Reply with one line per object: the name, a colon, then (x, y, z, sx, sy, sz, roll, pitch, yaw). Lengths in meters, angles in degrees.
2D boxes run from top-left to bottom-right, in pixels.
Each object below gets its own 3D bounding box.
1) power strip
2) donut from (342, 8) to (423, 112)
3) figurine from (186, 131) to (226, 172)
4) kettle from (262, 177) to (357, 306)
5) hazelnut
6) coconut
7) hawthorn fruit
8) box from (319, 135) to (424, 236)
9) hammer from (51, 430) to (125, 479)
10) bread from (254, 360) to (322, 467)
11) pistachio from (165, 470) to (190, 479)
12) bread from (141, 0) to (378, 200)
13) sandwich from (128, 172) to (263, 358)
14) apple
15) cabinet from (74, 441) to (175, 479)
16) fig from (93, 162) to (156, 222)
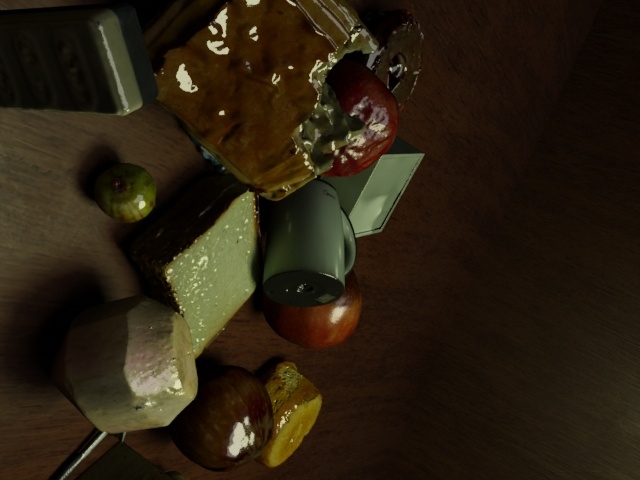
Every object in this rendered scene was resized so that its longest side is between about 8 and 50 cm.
power strip: (-0.298, -0.197, 0.834, 0.070, 0.256, 0.105, -42, 130, -44)
donut: (0.128, -0.372, 1.650, 0.270, 0.103, 0.270, -46, 150, -37)
figurine: (-0.174, -0.173, 1.290, 0.086, 0.087, 0.149, -21, 160, -2)
kettle: (-0.011, 0.004, 1.553, 0.221, 0.161, 0.237, 22, 53, -34)
hazelnut: (-0.197, 0.363, 1.580, 0.234, 0.218, 0.218, -29, 137, -47)
coconut: (-0.312, 0.205, 1.208, 0.237, 0.236, 0.197, 77, 4, -52)
hawthorn fruit: (0.015, -0.216, 1.477, 0.266, 0.210, 0.230, -42, 145, -1)
box: (0.096, -0.133, 1.743, 0.225, 0.117, 0.225, -12, 135, -58)
hammer: (-0.439, 0.402, 1.364, 0.246, 0.029, 0.103, -50, 150, -25)
bread: (-0.111, 0.436, 1.876, 0.268, 0.145, 0.268, -44, 151, -32)
pistachio: (-0.319, 0.564, 1.618, 0.124, 0.124, 0.185, -44, 154, -36)
bread: (-0.072, -0.258, 1.108, 0.314, 0.192, 0.370, -33, 133, 22)
sandwich: (-0.210, 0.041, 1.385, 0.271, 0.099, 0.301, -52, 154, -37)
apple: (-0.010, 0.122, 1.695, 0.230, 0.230, 0.230, -43, 147, -37)
cabinet: (-0.346, 0.529, 1.431, 0.148, 0.215, 0.175, -39, 145, -41)
fig: (-0.281, -0.056, 1.178, 0.093, 0.093, 0.166, -58, 155, -13)
